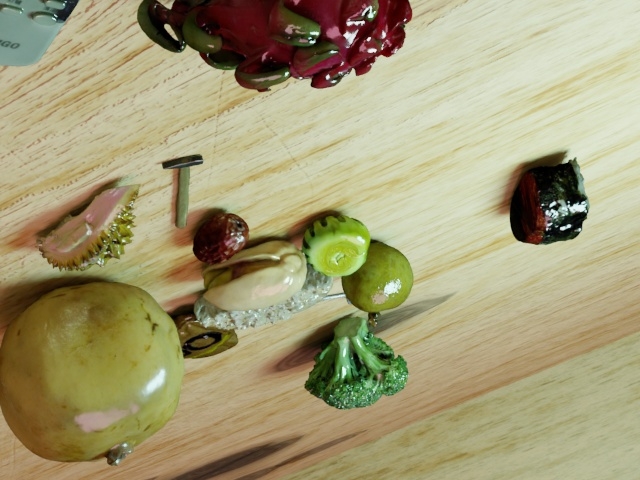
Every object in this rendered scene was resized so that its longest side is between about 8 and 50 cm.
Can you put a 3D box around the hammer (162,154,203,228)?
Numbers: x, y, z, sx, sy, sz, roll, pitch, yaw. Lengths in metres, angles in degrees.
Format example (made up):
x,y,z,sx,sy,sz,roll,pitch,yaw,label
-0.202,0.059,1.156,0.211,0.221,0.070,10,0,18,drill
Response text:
x,y,z,sx,sy,sz,roll,pitch,yaw,label
-0.222,-0.072,1.409,0.062,0.013,0.199,-11,153,-17,hammer

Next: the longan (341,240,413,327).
x,y,z,sx,sy,sz,roll,pitch,yaw,label
0.114,0.089,1.807,0.155,0.176,0.145,2,-175,-24,longan

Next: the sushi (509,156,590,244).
x,y,z,sx,sy,sz,roll,pitch,yaw,label
0.464,-0.067,1.784,0.126,0.136,0.225,-9,159,-3,sushi

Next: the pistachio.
x,y,z,sx,sy,sz,roll,pitch,yaw,label
-0.120,0.074,1.659,0.201,0.117,0.145,-21,160,6,pistachio

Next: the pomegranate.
x,y,z,sx,sy,sz,roll,pitch,yaw,label
-0.399,0.238,1.560,0.333,0.332,0.332,-16,155,-8,pomegranate

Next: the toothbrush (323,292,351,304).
x,y,z,sx,sy,sz,roll,pitch,yaw,label
-0.050,0.146,1.961,0.354,0.029,0.024,-7,148,-25,toothbrush

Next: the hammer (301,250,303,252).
x,y,z,sx,sy,sz,roll,pitch,yaw,label
0.000,0.000,1.724,0.123,0.014,0.029,-31,142,30,hammer

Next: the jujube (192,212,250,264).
x,y,z,sx,sy,sz,roll,pitch,yaw,label
-0.175,-0.002,1.524,0.077,0.077,0.129,-1,160,-36,jujube

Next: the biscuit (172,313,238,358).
x,y,z,sx,sy,sz,roll,pitch,yaw,label
-0.285,0.211,1.883,0.209,0.041,0.290,-25,156,23,biscuit

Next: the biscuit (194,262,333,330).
x,y,z,sx,sy,sz,roll,pitch,yaw,label
-0.113,0.120,1.804,0.281,0.084,0.179,-15,159,-6,biscuit

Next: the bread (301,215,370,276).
x,y,z,sx,sy,sz,roll,pitch,yaw,label
0.031,0.008,1.667,0.130,0.071,0.139,-9,136,7,bread

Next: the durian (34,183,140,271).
x,y,z,sx,sy,sz,roll,pitch,yaw,label
-0.336,-0.010,1.373,0.140,0.078,0.224,6,146,-44,durian

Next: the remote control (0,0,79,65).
x,y,z,sx,sy,sz,roll,pitch,yaw,label
-0.291,-0.282,0.879,0.140,0.056,0.296,8,143,-42,remote control

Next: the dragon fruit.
x,y,z,sx,sy,sz,roll,pitch,yaw,label
-0.038,-0.249,0.989,0.273,0.218,0.198,-24,118,20,dragon fruit

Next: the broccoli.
x,y,z,sx,sy,sz,roll,pitch,yaw,label
0.086,0.304,2.180,0.262,0.269,0.241,-5,124,18,broccoli
